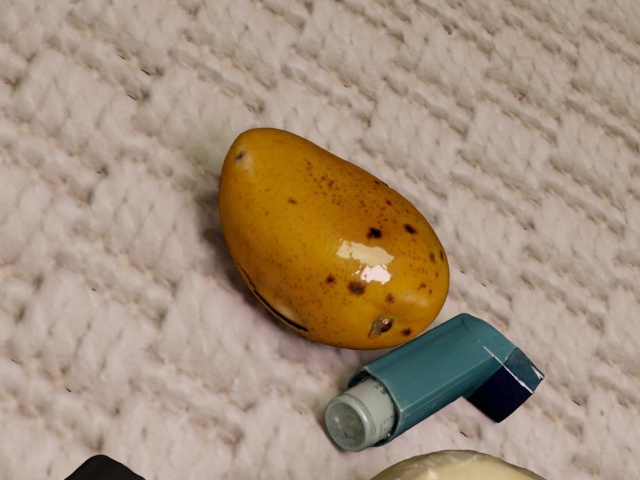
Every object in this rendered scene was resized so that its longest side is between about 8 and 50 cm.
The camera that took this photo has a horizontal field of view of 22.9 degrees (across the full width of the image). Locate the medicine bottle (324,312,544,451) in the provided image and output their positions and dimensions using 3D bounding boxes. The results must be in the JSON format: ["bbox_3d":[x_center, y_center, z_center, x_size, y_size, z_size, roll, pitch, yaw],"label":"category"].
[{"bbox_3d":[0.120,0.161,1.690,0.258,0.079,0.124,-21,72,-42],"label":"medicine bottle"}]

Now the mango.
[{"bbox_3d":[0.000,0.000,1.683,0.290,0.160,0.191,45,53,9],"label":"mango"}]

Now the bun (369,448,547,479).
[{"bbox_3d":[0.124,0.379,1.438,0.364,0.202,0.364,18,55,-27],"label":"bun"}]

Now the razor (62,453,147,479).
[{"bbox_3d":[-0.219,0.338,1.259,0.189,0.107,0.327,41,62,-1],"label":"razor"}]
